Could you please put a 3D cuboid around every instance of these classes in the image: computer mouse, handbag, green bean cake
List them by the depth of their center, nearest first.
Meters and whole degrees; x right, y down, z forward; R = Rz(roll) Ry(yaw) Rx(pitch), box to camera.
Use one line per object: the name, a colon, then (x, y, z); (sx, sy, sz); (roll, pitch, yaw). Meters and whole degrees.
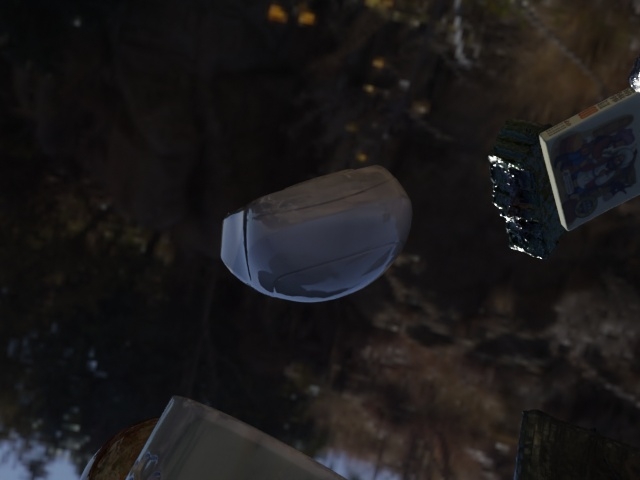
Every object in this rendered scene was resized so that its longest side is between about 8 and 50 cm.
computer mouse: (0.000, 0.000, 1.414); (0.184, 0.121, 0.297); (-19, 179, -15)
handbag: (0.345, 0.317, 1.671); (0.270, 0.175, 0.089); (24, 156, -11)
green bean cake: (0.355, -0.093, 2.380); (0.107, 0.193, 0.208); (24, 173, 39)

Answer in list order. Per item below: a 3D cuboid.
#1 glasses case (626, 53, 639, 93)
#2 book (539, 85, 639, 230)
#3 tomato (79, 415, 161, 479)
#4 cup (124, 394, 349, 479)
glasses case: (0.471, -0.240, 1.733); (0.109, 0.067, 0.282); (14, 164, -4)
book: (0.459, -0.143, 2.059); (0.264, 0.202, 0.027); (-27, -136, -3)
tomato: (-0.163, 0.346, 1.658); (0.270, 0.222, 0.270); (4, -125, -6)
cup: (-0.054, 0.341, 1.273); (0.357, 0.274, 0.259); (22, 165, 32)
